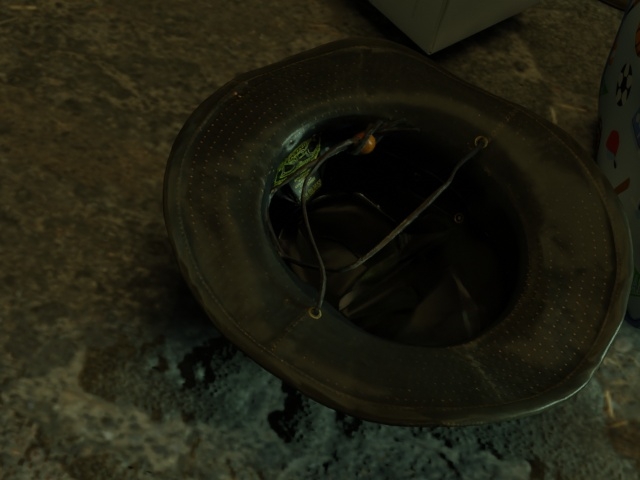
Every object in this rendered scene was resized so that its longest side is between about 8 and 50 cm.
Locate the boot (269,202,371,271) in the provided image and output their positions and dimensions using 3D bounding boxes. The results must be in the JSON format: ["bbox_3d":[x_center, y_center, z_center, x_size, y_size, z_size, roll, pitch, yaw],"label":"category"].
[{"bbox_3d":[0.000,0.000,1.265,0.087,0.042,0.118,37,59,2],"label":"boot"}]

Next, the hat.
[{"bbox_3d":[0.045,0.019,1.184,0.331,0.134,0.331,6,55,-9],"label":"hat"}]

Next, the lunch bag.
[{"bbox_3d":[0.303,-0.084,1.292,0.115,0.243,0.303,8,45,-10],"label":"lunch bag"}]

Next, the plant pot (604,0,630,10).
[{"bbox_3d":[0.335,-0.331,1.629,0.237,0.110,0.237,9,45,-10],"label":"plant pot"}]

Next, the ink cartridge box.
[{"bbox_3d":[0.090,-0.282,1.487,0.154,0.093,0.212,-29,60,-32],"label":"ink cartridge box"}]
